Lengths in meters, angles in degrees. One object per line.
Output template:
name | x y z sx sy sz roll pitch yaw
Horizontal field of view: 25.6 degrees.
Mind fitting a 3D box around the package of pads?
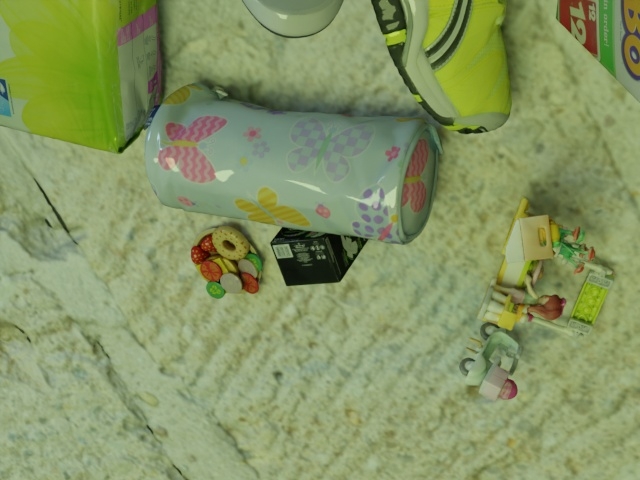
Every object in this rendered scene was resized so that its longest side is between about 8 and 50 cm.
package of pads | -0.265 -0.240 1.326 0.229 0.101 0.296 13 126 18

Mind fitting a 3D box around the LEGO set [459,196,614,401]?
LEGO set | 0.209 0.038 1.258 0.107 0.132 0.287 20 150 6

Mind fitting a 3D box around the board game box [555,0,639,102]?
board game box | 0.245 -0.170 1.046 0.039 0.259 0.124 -10 125 -15

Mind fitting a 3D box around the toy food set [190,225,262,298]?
toy food set | -0.098 0.024 1.469 0.083 0.020 0.082 -19 111 34

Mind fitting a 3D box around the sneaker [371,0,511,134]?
sneaker | 0.104 -0.253 1.117 0.147 0.145 0.384 -14 123 12

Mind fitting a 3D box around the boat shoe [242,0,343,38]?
boat shoe | -0.039 -0.232 1.139 0.096 0.267 0.088 -11 135 -12

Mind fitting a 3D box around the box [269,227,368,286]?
box | 0.000 0.000 1.365 0.062 0.083 0.052 -5 119 29

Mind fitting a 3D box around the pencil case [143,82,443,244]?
pencil case | -0.026 -0.072 1.312 0.273 0.124 0.113 11 149 21
